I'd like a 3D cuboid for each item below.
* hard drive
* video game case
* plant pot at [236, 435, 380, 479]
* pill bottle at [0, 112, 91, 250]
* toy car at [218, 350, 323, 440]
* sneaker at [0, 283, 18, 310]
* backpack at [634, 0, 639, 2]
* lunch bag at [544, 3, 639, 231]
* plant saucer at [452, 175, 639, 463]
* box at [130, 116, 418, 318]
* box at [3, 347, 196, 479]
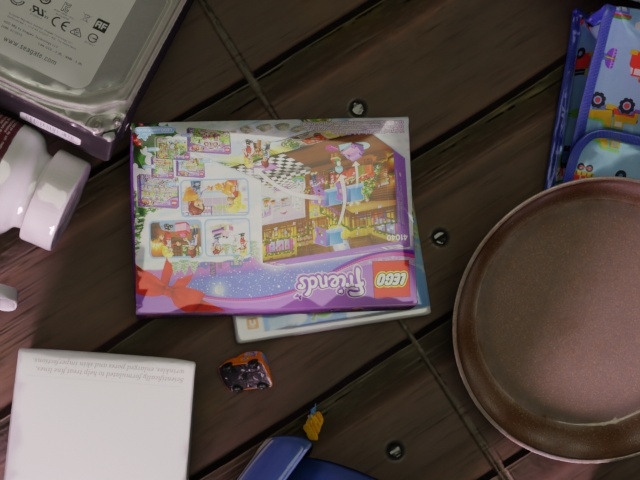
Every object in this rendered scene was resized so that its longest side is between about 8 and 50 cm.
[{"bbox_3d":[-0.250,-0.277,1.572,0.237,0.064,0.339,26,66,-2],"label":"hard drive"},{"bbox_3d":[0.000,0.000,1.630,0.212,0.023,0.193,-8,85,-7],"label":"video game case"},{"bbox_3d":[-0.013,0.322,1.495,0.212,0.236,0.236,35,82,6],"label":"plant pot"},{"bbox_3d":[-0.355,-0.079,1.551,0.221,0.121,0.121,25,82,-3],"label":"pill bottle"},{"bbox_3d":[-0.051,0.163,1.610,0.122,0.060,0.040,51,36,-15],"label":"toy car"},{"bbox_3d":[-0.485,0.071,1.519,0.365,0.210,0.137,-7,83,28],"label":"sneaker"},{"bbox_3d":[0.366,-0.358,1.609,0.225,0.253,0.191,16,127,-2],"label":"backpack"},{"bbox_3d":[0.365,-0.089,1.644,0.221,0.138,0.293,10,95,-6],"label":"lunch bag"},{"bbox_3d":[0.289,0.081,1.602,0.310,0.050,0.311,-1,103,-5],"label":"plant saucer"},{"bbox_3d":[-0.050,-0.024,1.586,0.293,0.057,0.201,-1,82,-5],"label":"box"},{"bbox_3d":[-0.220,0.206,1.535,0.181,0.119,0.182,5,83,-6],"label":"box"}]
